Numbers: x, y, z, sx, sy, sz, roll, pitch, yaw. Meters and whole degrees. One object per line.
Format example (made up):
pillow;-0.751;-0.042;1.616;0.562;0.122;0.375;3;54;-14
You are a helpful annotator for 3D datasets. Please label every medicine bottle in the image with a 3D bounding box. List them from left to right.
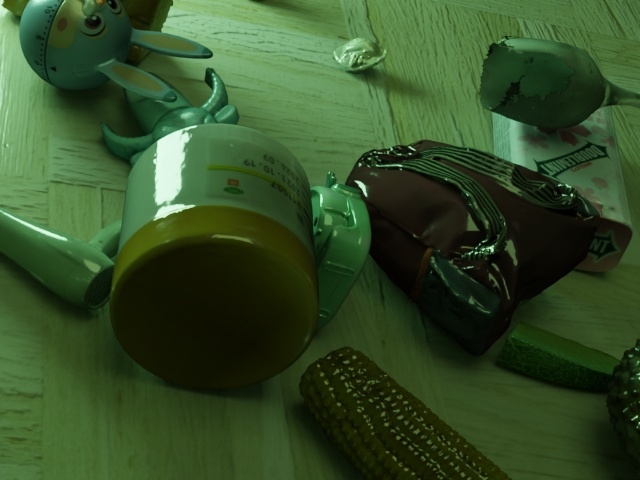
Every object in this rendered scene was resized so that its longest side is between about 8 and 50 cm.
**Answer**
medicine bottle;-0.122;0.017;1.634;0.238;0.238;0.232;12;39;-12

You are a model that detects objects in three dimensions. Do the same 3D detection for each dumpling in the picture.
dumpling;0.065;-0.303;2.246;0.076;0.052;0.057;26;26;-11

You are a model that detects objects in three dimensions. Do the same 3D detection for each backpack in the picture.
backpack;0.183;-0.030;1.865;0.317;0.197;0.283;37;47;22

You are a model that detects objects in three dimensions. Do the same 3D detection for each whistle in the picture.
whistle;-0.193;-0.145;1.912;0.186;0.093;0.274;-30;54;-15

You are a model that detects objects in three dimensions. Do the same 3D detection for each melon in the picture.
melon;0.352;0.162;1.862;0.261;0.053;0.114;14;21;-16

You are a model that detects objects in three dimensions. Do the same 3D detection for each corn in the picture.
corn;0.115;0.256;1.568;0.120;0.120;0.363;-21;51;-41

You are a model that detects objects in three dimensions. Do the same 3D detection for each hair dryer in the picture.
hair dryer;-0.303;-0.015;1.742;0.206;0.075;0.237;29;31;19

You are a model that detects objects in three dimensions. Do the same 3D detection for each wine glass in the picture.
wine glass;0.403;-0.226;2.086;0.321;0.143;0.143;6;41;-15

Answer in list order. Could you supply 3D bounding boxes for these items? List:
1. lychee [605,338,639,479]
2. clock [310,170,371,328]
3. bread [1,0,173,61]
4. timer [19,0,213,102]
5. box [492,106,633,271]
lychee;0.486;0.226;1.695;0.274;0.255;0.255;15;32;31
clock;0.000;0.000;1.779;0.066;0.159;0.211;18;32;-19
bread;-0.321;-0.419;2.047;0.239;0.246;0.111;23;30;1
timer;-0.304;-0.288;1.927;0.255;0.175;0.175;5;29;31
box;0.365;-0.117;2.133;0.190;0.112;0.370;17;37;-7
